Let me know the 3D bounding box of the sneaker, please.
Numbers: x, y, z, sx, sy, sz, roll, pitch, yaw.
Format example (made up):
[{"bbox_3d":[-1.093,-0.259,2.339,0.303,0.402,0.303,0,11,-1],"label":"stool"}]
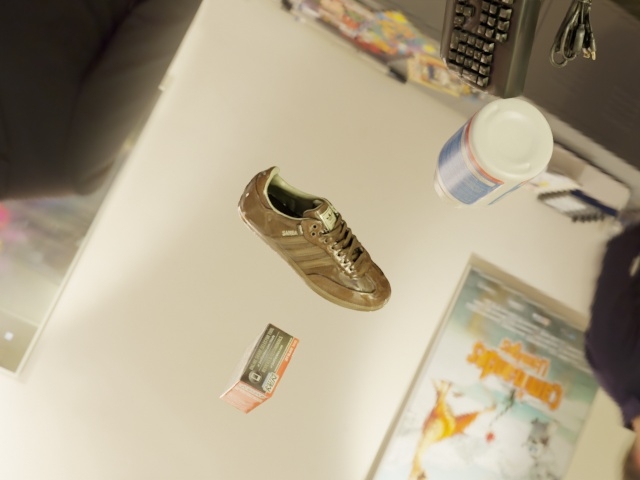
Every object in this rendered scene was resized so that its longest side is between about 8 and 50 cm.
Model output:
[{"bbox_3d":[0.000,0.000,0.873,0.188,0.066,0.071,35,139,0],"label":"sneaker"}]

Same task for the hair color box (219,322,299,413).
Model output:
[{"bbox_3d":[-0.090,0.186,1.232,0.053,0.093,0.167,29,157,-4],"label":"hair color box"}]

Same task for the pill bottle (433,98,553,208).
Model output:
[{"bbox_3d":[0.244,-0.118,1.286,0.124,0.124,0.221,26,164,-5],"label":"pill bottle"}]

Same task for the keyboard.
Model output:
[{"bbox_3d":[0.207,-0.295,0.869,0.033,0.317,0.201,-21,-142,-35],"label":"keyboard"}]
